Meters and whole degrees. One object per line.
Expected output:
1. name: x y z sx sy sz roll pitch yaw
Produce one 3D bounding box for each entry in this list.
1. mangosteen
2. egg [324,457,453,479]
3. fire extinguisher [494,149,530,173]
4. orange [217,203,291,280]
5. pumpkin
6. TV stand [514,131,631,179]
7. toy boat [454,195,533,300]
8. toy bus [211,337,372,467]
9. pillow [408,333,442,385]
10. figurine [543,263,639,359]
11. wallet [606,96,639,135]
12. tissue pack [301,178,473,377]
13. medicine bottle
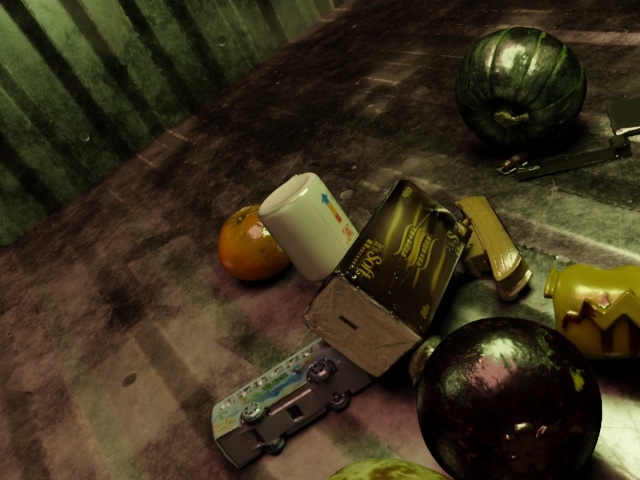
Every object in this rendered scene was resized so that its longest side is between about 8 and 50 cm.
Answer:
1. mangosteen: 0.285 0.249 0.897 0.288 0.288 0.288 -19 37 15
2. egg: 0.109 0.434 0.811 0.289 0.238 0.238 2 41 4
3. fire extinguisher: 0.501 -0.194 1.490 0.100 0.032 0.046 -32 70 -3
4. orange: -0.175 0.000 1.593 0.240 0.171 0.240 -18 37 14
5. pumpkin: 0.501 -0.385 1.467 0.323 0.323 0.241 13 61 44
6. TV stand: 0.609 -0.203 1.402 0.256 0.040 0.049 -12 46 23
7. toy boat: 0.363 0.006 1.285 0.121 0.089 0.321 -36 32 18
8. toy bus: -0.063 0.318 1.187 0.329 0.109 0.136 -32 26 -5
9. pillow: 0.194 0.221 1.074 0.051 0.241 0.093 26 90 12
10. figurine: 0.540 0.109 0.944 0.326 0.218 0.169 -7 17 23
11. wallet: 0.855 -0.325 1.396 0.285 0.030 0.146 -10 43 27
12. tissue pack: 0.136 0.069 1.168 0.198 0.210 0.370 -48 3 45
13. medicine bottle: 0.000 0.000 1.344 0.170 0.293 0.170 -33 20 13
